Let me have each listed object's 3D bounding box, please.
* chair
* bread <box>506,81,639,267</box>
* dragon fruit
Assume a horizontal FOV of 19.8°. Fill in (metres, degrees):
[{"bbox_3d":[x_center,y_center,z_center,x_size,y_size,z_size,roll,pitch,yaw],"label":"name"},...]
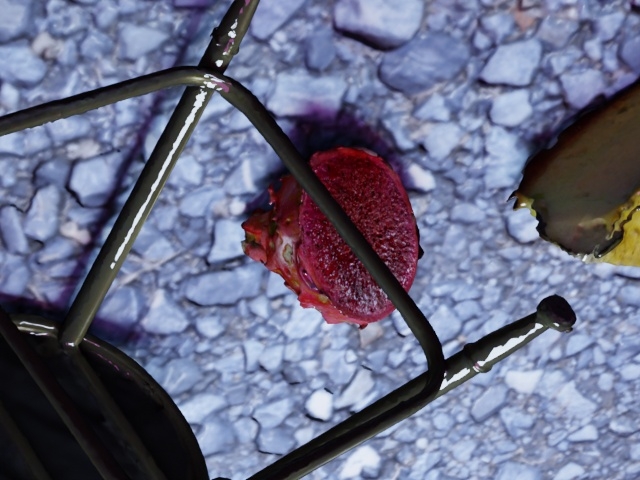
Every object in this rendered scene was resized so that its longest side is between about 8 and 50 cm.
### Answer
[{"bbox_3d":[-0.140,0.082,1.313,0.362,0.365,0.410,-24,161,-45],"label":"chair"},{"bbox_3d":[0.249,-0.052,1.509,0.160,0.140,0.169,-7,123,-27],"label":"bread"},{"bbox_3d":[0.000,0.000,1.504,0.111,0.153,0.153,-6,143,43],"label":"dragon fruit"}]
